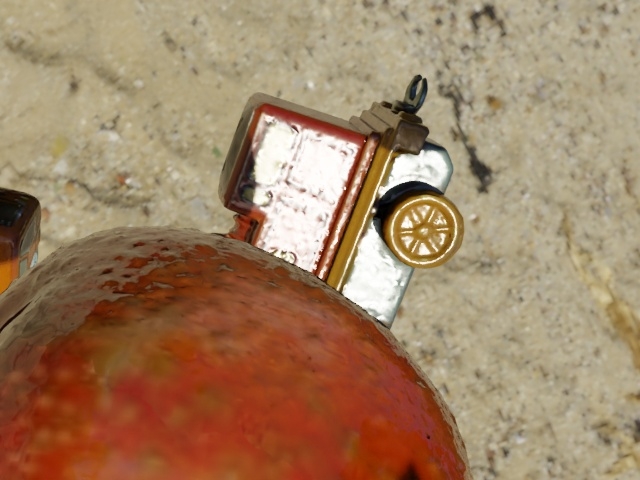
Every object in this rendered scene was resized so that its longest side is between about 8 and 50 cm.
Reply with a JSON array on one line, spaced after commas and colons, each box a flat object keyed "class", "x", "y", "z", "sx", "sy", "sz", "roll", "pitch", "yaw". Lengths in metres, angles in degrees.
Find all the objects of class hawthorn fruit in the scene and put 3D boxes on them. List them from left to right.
[{"class": "hawthorn fruit", "x": -0.055, "y": 0.147, "z": 0.520, "sx": 0.300, "sy": 0.275, "sz": 0.275, "roll": 33, "pitch": 33, "yaw": 9}]

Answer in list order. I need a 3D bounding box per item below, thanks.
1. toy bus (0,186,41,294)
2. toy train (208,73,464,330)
[{"class": "toy bus", "x": -0.370, "y": 0.136, "z": 1.212, "sx": 0.093, "sy": 0.408, "sz": 0.092, "roll": 10, "pitch": 27, "yaw": 1}, {"class": "toy train", "x": 0.000, "y": 0.000, "z": 1.064, "sx": 0.232, "sy": 0.369, "sz": 0.163, "roll": 19, "pitch": 10, "yaw": -9}]
